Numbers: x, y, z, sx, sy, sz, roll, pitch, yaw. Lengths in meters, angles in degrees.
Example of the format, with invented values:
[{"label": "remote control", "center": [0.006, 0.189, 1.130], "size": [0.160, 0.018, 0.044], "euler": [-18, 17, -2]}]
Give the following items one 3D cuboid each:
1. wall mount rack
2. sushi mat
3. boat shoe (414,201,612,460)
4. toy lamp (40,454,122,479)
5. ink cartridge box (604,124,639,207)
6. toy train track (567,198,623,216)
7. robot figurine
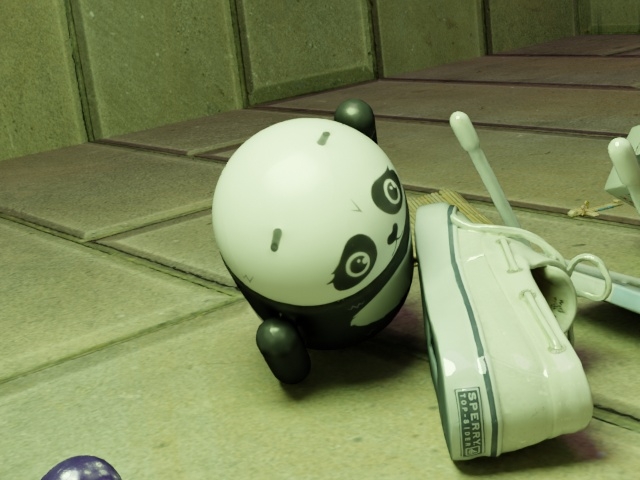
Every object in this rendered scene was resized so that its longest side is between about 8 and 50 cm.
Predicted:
[{"label": "wall mount rack", "center": [0.275, -0.003, 0.940], "size": [0.304, 0.131, 0.350], "euler": [14, 3, -31]}, {"label": "sushi mat", "center": [0.147, -0.023, 1.416], "size": [0.151, 0.019, 0.316], "euler": [-9, 16, -5]}, {"label": "boat shoe", "center": [0.166, 0.054, 0.907], "size": [0.156, 0.136, 0.367], "euler": [-6, 18, 3]}, {"label": "toy lamp", "center": [-0.079, 0.193, 0.614], "size": [0.080, 0.080, 0.274], "euler": [-19, 20, -38]}, {"label": "ink cartridge box", "center": [0.405, -0.060, 1.096], "size": [0.153, 0.087, 0.208], "euler": [28, -3, -4]}, {"label": "toy train track", "center": [0.363, -0.046, 1.412], "size": [0.083, 0.014, 0.048], "euler": [-13, 16, -22]}, {"label": "robot figurine", "center": [0.002, 0.002, 0.971], "size": [0.173, 0.209, 0.278], "euler": [-22, -21, -1]}]
